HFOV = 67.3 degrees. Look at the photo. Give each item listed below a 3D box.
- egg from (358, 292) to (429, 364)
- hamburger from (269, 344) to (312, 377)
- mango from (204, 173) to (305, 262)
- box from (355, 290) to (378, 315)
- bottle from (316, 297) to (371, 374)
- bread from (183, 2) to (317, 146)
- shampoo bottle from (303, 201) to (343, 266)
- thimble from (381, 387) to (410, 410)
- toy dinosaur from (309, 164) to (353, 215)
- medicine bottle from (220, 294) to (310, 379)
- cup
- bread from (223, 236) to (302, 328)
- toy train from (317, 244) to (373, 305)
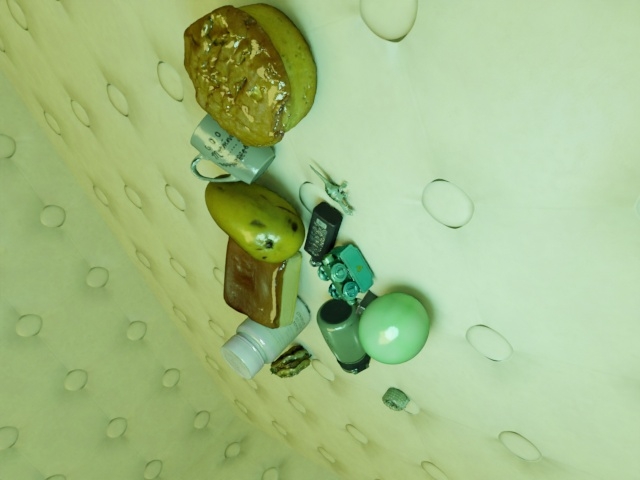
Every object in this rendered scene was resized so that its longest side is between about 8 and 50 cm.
[{"bbox_3d":[0.238,0.283,1.554,0.220,0.220,0.270,43,139,7],"label":"egg"},{"bbox_3d":[-0.150,0.596,2.388,0.206,0.183,0.130,-25,84,52],"label":"hamburger"},{"bbox_3d":[-0.238,-0.098,1.680,0.445,0.301,0.220,44,109,34],"label":"mango"},{"bbox_3d":[0.173,0.231,1.706,0.063,0.085,0.060,28,142,15],"label":"box"},{"bbox_3d":[0.103,0.386,1.880,0.168,0.168,0.347,18,142,38],"label":"bottle"},{"bbox_3d":[-0.186,-0.437,1.290,0.398,0.215,0.398,29,142,25],"label":"bread"},{"bbox_3d":[-0.001,0.000,1.666,0.098,0.071,0.309,37,146,14],"label":"shampoo bottle"},{"bbox_3d":[0.316,0.671,2.022,0.110,0.062,0.084,15,136,41],"label":"thimble"},{"bbox_3d":[0.035,-0.154,1.497,0.187,0.044,0.106,34,161,18],"label":"toy dinosaur"},{"bbox_3d":[-0.232,0.398,2.075,0.213,0.378,0.213,29,142,26],"label":"medicine bottle"},{"bbox_3d":[-0.299,-0.279,1.569,0.234,0.258,0.186,43,-168,-4],"label":"cup"},{"bbox_3d":[-0.240,0.151,1.942,0.323,0.143,0.333,21,113,34],"label":"bread"},{"bbox_3d":[0.086,0.113,1.613,0.107,0.154,0.198,-8,118,56],"label":"toy train"}]
